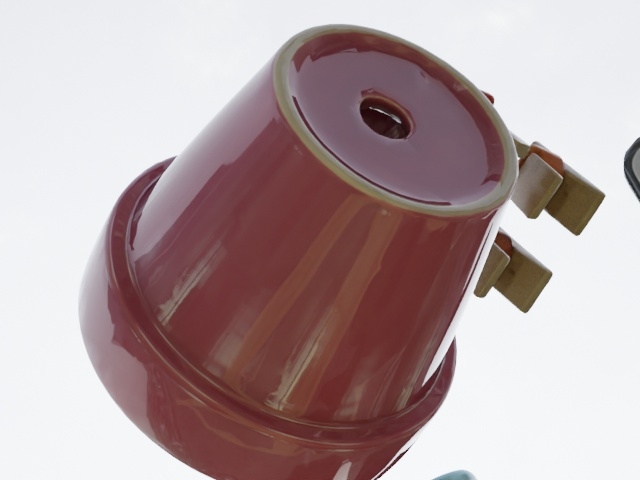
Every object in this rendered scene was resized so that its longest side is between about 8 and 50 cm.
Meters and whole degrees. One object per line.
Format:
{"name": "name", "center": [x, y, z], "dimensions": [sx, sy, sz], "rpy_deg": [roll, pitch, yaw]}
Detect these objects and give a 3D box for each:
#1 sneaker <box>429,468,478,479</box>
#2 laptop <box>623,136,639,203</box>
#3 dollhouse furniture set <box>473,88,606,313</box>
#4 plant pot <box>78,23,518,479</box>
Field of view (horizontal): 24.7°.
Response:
{"name": "sneaker", "center": [0.155, 0.358, 1.402], "dimensions": [0.127, 0.208, 0.319], "rpy_deg": [-29, -26, 2]}
{"name": "laptop", "center": [0.304, 0.010, 0.322], "dimensions": [0.408, 0.382, 0.236], "rpy_deg": [-33, -21, 18]}
{"name": "dollhouse furniture set", "center": [0.043, -0.012, 1.127], "dimensions": [0.262, 0.135, 0.259], "rpy_deg": [18, -70, -41]}
{"name": "plant pot", "center": [0.000, 0.000, 0.733], "dimensions": [0.201, 0.201, 0.180], "rpy_deg": [18, -48, -17]}
